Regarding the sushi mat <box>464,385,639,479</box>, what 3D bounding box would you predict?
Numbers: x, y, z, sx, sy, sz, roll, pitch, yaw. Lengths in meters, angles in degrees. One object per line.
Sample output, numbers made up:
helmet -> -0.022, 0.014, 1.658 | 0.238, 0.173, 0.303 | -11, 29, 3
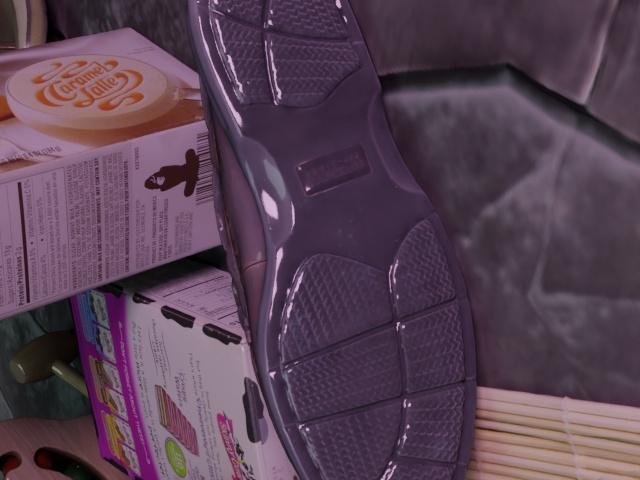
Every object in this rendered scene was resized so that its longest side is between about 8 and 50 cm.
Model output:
sushi mat -> 0.129, 0.142, 0.492 | 0.317, 0.019, 0.151 | -2, 104, 54

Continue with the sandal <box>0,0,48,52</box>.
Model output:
sandal -> -0.297, -0.187, 0.852 | 0.303, 0.086, 0.120 | 45, 139, 32

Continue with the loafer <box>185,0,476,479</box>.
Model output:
loafer -> 0.000, 0.000, 0.545 | 0.095, 0.109, 0.302 | 153, 103, -74

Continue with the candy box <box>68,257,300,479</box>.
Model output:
candy box -> -0.078, 0.101, 0.709 | 0.233, 0.071, 0.159 | 16, 120, 50

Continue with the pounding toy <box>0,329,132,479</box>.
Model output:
pounding toy -> -0.225, 0.216, 0.897 | 0.269, 0.154, 0.155 | 63, 145, 10

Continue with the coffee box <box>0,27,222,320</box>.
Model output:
coffee box -> -0.184, -0.038, 0.629 | 0.141, 0.247, 0.098 | 37, 134, 39
